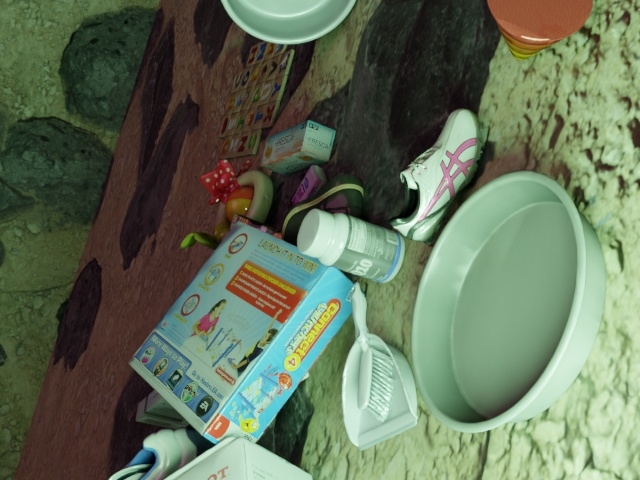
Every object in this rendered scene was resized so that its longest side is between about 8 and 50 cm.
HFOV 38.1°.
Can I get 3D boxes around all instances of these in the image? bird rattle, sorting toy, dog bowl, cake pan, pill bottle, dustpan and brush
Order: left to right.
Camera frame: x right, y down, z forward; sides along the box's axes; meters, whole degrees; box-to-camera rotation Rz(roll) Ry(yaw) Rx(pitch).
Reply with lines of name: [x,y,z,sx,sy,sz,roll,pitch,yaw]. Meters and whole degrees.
bird rattle: [-0.158,-0.060,1.840,0.207,0.143,0.253,-19,43,47]
dog bowl: [-0.061,-0.503,1.710,0.265,0.265,0.104,-57,25,29]
pill bottle: [0.042,0.006,1.294,0.078,0.137,0.078,-45,36,46]
dustpan and brush: [0.065,0.156,1.234,0.147,0.060,0.211,-40,39,49]
cake pan: [0.202,0.069,1.017,0.293,0.054,0.293,-45,36,46]
sorting toy: [0.272,-0.369,1.157,0.126,0.127,0.365,89,-169,-67]

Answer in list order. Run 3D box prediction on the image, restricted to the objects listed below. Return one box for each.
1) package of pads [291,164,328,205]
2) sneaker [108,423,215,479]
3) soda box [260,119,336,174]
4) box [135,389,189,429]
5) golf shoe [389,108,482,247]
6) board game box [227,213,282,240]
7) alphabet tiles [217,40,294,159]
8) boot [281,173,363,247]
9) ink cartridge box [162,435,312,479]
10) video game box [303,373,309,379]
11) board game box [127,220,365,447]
package of pads: [-0.018,-0.085,1.612,0.083,0.032,0.050,-59,25,26]
sneaker: [-0.249,0.442,1.483,0.322,0.236,0.130,-65,25,14]
soda box: [-0.043,-0.167,1.690,0.183,0.058,0.062,-8,66,62]
box: [-0.229,0.294,1.657,0.186,0.145,0.038,-40,39,50]
golf shoe: [0.150,-0.088,1.197,0.067,0.086,0.186,12,83,67]
board game box: [-0.145,0.093,1.690,0.136,0.030,0.259,21,93,34]
alphabet tiles: [-0.151,-0.321,2.080,0.342,0.011,0.285,3,77,65]
boot: [0.000,0.000,1.474,0.198,0.077,0.137,-45,41,47]
ink cartridge box: [-0.135,0.496,1.212,0.279,0.160,0.384,-36,38,21]
video game box: [-0.111,0.186,1.539,0.205,0.048,0.187,-35,43,27]
board game box: [-0.125,0.140,1.437,0.302,0.086,0.308,-52,33,-9]
